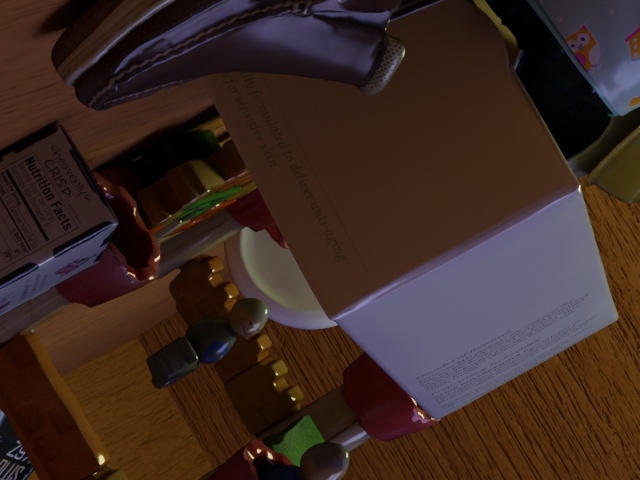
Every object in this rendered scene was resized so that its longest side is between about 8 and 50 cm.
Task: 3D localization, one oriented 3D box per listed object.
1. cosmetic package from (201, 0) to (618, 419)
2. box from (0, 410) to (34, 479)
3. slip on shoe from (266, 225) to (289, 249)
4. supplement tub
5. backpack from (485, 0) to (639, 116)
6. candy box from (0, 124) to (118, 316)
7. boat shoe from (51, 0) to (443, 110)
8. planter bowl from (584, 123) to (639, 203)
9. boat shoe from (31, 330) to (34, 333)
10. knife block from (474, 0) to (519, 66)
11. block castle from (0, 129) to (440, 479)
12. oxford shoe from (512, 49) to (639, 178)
[{"bbox_3d":[0.063,-0.032,1.201,0.155,0.197,0.365,-29,161,5],"label":"cosmetic package"},{"bbox_3d":[-0.299,0.147,1.547,0.147,0.077,0.180,-50,148,1],"label":"box"},{"bbox_3d":[0.036,-0.085,1.995,0.123,0.101,0.331,-26,174,-42],"label":"slip on shoe"},{"bbox_3d":[0.000,0.000,2.265,0.191,0.191,0.272,-31,178,5],"label":"supplement tub"},{"bbox_3d":[0.155,-0.153,1.077,0.144,0.166,0.188,-32,-179,17],"label":"backpack"},{"bbox_3d":[-0.241,0.028,1.179,0.233,0.071,0.159,-29,177,-14],"label":"candy box"},{"bbox_3d":[0.004,-0.111,0.921,0.257,0.095,0.095,-30,178,-20],"label":"boat shoe"},{"bbox_3d":[0.305,-0.073,1.455,0.217,0.090,0.217,-35,170,-7],"label":"planter bowl"},{"bbox_3d":[-0.364,0.138,1.633,0.320,0.103,0.118,-29,178,-34],"label":"boat shoe"},{"bbox_3d":[0.073,-0.134,1.471,0.275,0.088,0.242,-30,178,-16],"label":"knife block"},{"bbox_3d":[-0.066,0.072,1.516,0.213,0.303,0.453,-32,179,18],"label":"block castle"},{"bbox_3d":[0.243,-0.167,1.410,0.146,0.140,0.397,-33,160,-44],"label":"oxford shoe"}]
